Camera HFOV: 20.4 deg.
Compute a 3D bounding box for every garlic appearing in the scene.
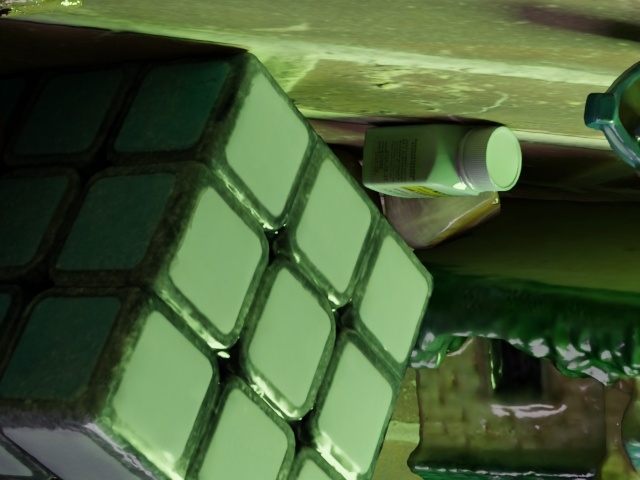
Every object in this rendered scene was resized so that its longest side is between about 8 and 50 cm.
[{"bbox_3d":[0.107,-0.036,1.586,0.101,0.087,0.195,-10,172,0],"label":"garlic"}]

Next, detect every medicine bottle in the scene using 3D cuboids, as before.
[{"bbox_3d":[0.100,-0.064,1.436,0.118,0.055,0.074,-1,171,39],"label":"medicine bottle"}]

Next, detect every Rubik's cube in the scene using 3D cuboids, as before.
[{"bbox_3d":[-0.138,0.073,1.300,0.305,0.301,0.304,-4,142,36],"label":"Rubik's cube"}]

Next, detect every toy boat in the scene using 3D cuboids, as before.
[{"bbox_3d":[0.257,-0.071,1.061,0.215,0.088,0.102,4,-176,-17],"label":"toy boat"}]

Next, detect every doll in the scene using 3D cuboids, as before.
[{"bbox_3d":[-0.185,-0.144,1.021,0.093,0.051,0.061,-28,-165,-37],"label":"doll"}]

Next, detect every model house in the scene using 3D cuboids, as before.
[{"bbox_3d":[0.278,0.157,1.671,0.382,0.343,0.334,5,-159,23],"label":"model house"}]

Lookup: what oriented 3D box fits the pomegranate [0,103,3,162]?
[{"bbox_3d":[-0.304,-0.082,1.146,0.180,0.180,0.210,1,135,28],"label":"pomegranate"}]

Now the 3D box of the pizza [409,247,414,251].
[{"bbox_3d":[0.000,-0.001,2.063,0.297,0.071,0.189,7,173,-31],"label":"pizza"}]

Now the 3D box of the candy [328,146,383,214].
[{"bbox_3d":[-0.045,0.019,1.594,0.102,0.234,0.104,49,170,4],"label":"candy"}]
